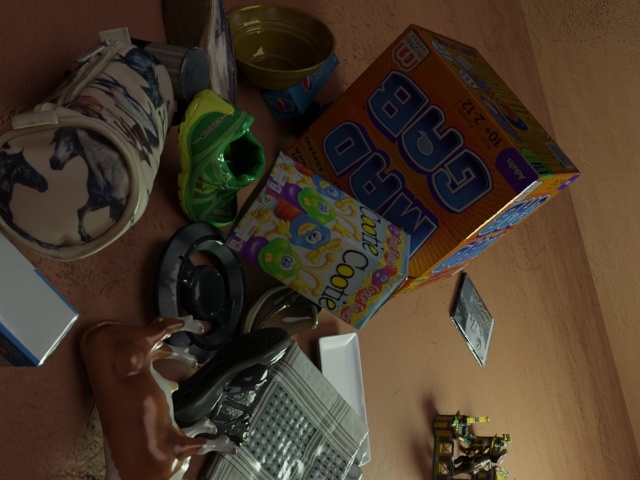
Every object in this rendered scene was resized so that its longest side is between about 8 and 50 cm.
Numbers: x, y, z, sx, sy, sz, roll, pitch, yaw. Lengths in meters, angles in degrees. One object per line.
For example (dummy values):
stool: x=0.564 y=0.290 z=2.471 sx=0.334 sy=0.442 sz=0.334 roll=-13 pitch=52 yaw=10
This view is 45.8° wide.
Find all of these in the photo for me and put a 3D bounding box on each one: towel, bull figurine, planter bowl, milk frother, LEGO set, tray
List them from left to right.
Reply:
bull figurine: x=-0.234 y=0.253 z=1.056 sx=0.188 sy=0.101 sz=0.310 roll=-12 pitch=88 yaw=-32
milk frother: x=-0.232 y=-0.263 z=1.180 sx=0.129 sy=0.134 sz=0.143 roll=85 pitch=26 yaw=-44
planter bowl: x=-0.085 y=-0.346 z=1.416 sx=0.090 sy=0.217 sz=0.217 roll=103 pitch=10 yaw=-48
towel: x=-0.039 y=0.391 z=1.347 sx=0.324 sy=0.056 sz=0.312 roll=56 pitch=45 yaw=-27
tray: x=0.041 y=0.326 z=1.531 sx=0.145 sy=0.030 sz=0.270 roll=1 pitch=82 yaw=-55
LEGO set: x=0.423 y=0.565 z=1.883 sx=0.331 sy=0.192 sz=0.255 roll=46 pitch=47 yaw=-40

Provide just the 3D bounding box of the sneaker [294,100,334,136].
sneaker: x=-0.006 y=-0.269 z=1.580 sx=0.152 sy=0.058 sz=0.085 roll=-54 pitch=135 yaw=-38

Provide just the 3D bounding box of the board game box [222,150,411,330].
board game box: x=0.000 y=0.000 z=1.285 sx=0.275 sy=0.142 sz=0.144 roll=33 pitch=31 yaw=-11

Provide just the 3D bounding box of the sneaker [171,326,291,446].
sneaker: x=-0.130 y=0.241 z=1.222 sx=0.227 sy=0.087 sz=0.130 roll=-40 pitch=127 yaw=-27

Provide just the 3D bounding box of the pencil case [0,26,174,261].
pencil case: x=-0.275 y=-0.131 z=0.922 sx=0.410 sy=0.159 sz=0.184 roll=-100 pitch=173 yaw=-65

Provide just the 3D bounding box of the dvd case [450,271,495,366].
dvd case: x=0.433 y=0.223 z=2.134 sx=0.221 sy=0.018 sz=0.165 roll=56 pitch=41 yaw=-32

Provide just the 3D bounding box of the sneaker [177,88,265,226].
sneaker: x=-0.153 y=-0.104 z=1.194 sx=0.295 sy=0.123 sz=0.109 roll=97 pitch=19 yaw=-58

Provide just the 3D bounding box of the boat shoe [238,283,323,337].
boat shoe: x=-0.049 y=0.127 z=1.363 sx=0.257 sy=0.095 sz=0.095 roll=-43 pitch=138 yaw=-54

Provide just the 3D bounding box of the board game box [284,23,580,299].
board game box: x=0.228 y=-0.150 z=1.499 sx=0.356 sy=0.356 sz=0.356 roll=55 pitch=27 yaw=14

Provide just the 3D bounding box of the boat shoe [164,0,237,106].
boat shoe: x=-0.194 y=-0.335 z=1.293 sx=0.092 sy=0.102 sz=0.285 roll=-10 pitch=95 yaw=-61

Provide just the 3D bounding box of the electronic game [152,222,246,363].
electronic game: x=-0.192 y=0.085 z=1.233 sx=0.229 sy=0.048 sz=0.229 roll=11 pitch=77 yaw=-61

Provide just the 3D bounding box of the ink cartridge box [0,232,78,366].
ink cartridge box: x=-0.385 y=0.068 z=0.833 sx=0.140 sy=0.190 sz=0.082 roll=56 pitch=43 yaw=-31

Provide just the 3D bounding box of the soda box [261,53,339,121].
soda box: x=-0.038 y=-0.332 z=1.540 sx=0.071 sy=0.067 sz=0.210 roll=58 pitch=40 yaw=-29
